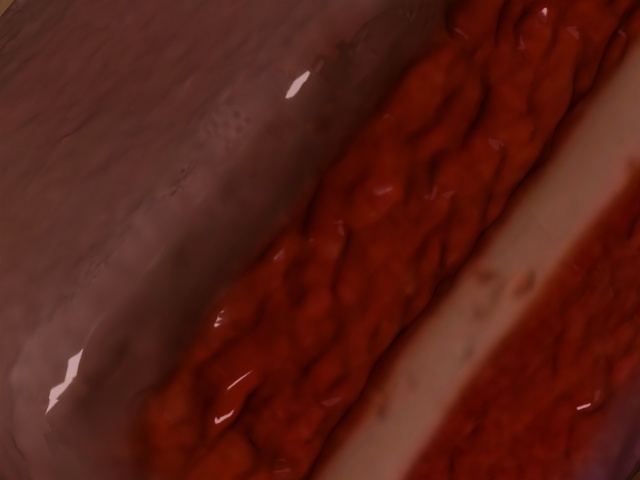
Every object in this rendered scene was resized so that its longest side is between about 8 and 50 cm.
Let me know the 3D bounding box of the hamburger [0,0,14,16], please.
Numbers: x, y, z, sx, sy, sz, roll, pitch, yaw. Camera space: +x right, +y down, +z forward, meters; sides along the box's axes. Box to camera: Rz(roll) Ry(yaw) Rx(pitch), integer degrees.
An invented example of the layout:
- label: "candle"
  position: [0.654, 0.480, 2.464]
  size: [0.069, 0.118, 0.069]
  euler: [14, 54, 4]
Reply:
- label: "hamburger"
  position: [-0.195, -0.087, 0.830]
  size: [0.300, 0.300, 0.176]
  euler: [-15, 122, 24]

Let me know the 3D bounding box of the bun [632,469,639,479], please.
- label: "bun"
  position: [0.127, 0.109, 0.715]
  size: [0.287, 0.146, 0.287]
  euler: [-4, 82, 29]

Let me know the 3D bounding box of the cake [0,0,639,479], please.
- label: "cake"
  position: [0.000, 0.000, 0.605]
  size: [0.309, 0.237, 0.230]
  euler: [-52, 33, -15]
